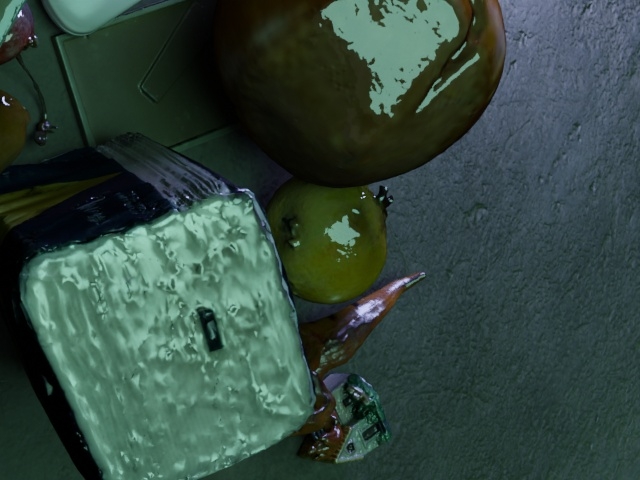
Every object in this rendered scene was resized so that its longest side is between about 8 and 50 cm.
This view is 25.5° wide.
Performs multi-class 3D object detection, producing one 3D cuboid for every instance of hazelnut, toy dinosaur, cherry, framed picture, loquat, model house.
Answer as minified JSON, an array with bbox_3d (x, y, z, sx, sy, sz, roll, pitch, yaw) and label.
[{"bbox_3d":[0.038,-0.237,1.683,0.372,0.372,0.315,11,132,-36],"label":"hazelnut"},{"bbox_3d":[-0.017,0.164,1.782,0.432,0.097,0.208,-6,60,-33],"label":"toy dinosaur"},{"bbox_3d":[-0.340,-0.202,1.540,0.090,0.107,0.225,-30,114,-9],"label":"cherry"},{"bbox_3d":[-0.189,-0.194,1.703,0.250,0.016,0.184,-26,109,-32],"label":"framed picture"},{"bbox_3d":[0.000,0.000,1.779,0.204,0.149,0.172,-32,114,-14],"label":"loquat"},{"bbox_3d":[0.021,0.239,1.852,0.100,0.088,0.101,-31,108,-31],"label":"model house"}]

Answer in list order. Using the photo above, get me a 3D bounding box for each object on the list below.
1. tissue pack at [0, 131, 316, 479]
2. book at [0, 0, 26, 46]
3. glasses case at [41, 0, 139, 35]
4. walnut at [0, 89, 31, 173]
[{"bbox_3d":[-0.198,0.053,1.459,0.253,0.416,0.264,-21,109,-14],"label":"tissue pack"},{"bbox_3d":[-0.373,-0.332,1.446,0.215,0.025,0.283,31,90,-11],"label":"book"},{"bbox_3d":[-0.222,-0.323,1.638,0.233,0.059,0.092,-39,110,-25],"label":"glasses case"},{"bbox_3d":[-0.418,-0.098,1.479,0.245,0.137,0.137,-24,108,-31],"label":"walnut"}]
